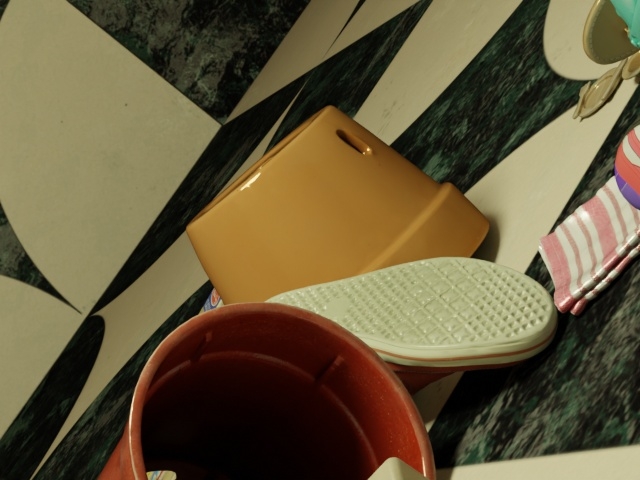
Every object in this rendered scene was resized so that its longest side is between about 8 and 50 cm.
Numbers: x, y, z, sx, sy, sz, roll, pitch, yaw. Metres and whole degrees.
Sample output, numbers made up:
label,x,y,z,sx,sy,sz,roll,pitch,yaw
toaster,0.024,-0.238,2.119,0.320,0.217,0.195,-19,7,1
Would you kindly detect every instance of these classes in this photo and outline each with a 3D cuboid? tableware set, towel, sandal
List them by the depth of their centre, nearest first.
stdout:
label,x,y,z,sx,sy,sz,roll,pitch,yaw
towel,0.266,-0.032,1.612,0.197,0.029,0.144,-48,14,16
sandal,0.357,-0.242,1.770,0.240,0.088,0.079,-40,36,7
tableware set,0.320,-0.196,1.900,0.168,0.020,0.141,-32,23,57

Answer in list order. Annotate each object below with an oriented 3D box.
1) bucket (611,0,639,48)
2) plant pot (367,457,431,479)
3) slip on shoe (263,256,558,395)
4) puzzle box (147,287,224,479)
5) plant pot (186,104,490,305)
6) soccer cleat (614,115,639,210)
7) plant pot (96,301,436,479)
label,x,y,z,sx,sy,sz,roll,pitch,yaw
bucket,0.340,-0.301,1.605,0.281,0.183,0.281,-33,34,25
plant pot,0.065,0.248,1.385,0.109,0.109,0.096,-47,26,16
slip on shoe,0.075,0.092,1.692,0.331,0.101,0.123,-10,38,37
puzzle box,-0.153,0.213,2.233,0.272,0.052,0.409,-59,12,8
plant pot,0.000,0.000,1.921,0.291,0.203,0.291,-40,6,5
soccer cleat,0.291,-0.032,1.373,0.116,0.108,0.318,-58,16,-11
plant pot,-0.079,0.232,1.620,0.265,0.272,0.272,-49,10,52
